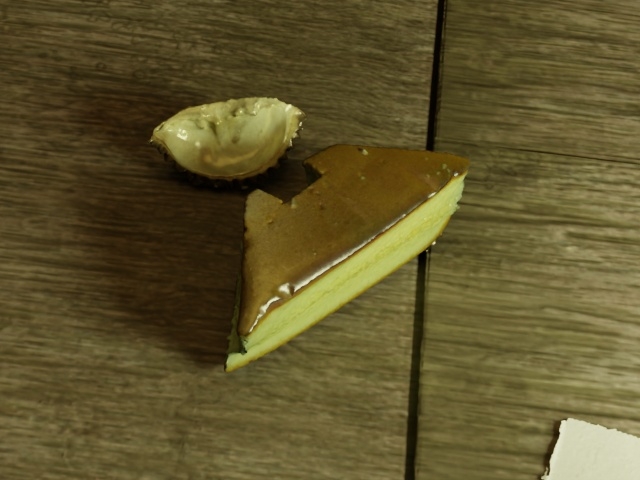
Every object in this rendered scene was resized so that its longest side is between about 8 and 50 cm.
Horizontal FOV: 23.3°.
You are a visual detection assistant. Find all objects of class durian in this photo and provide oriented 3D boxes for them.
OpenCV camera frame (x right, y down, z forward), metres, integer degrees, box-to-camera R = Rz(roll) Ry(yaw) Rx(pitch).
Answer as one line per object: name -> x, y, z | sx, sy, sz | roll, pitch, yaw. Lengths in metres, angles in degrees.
durian -> -0.072, -0.076, 1.249 | 0.130, 0.066, 0.052 | -10, 46, -3

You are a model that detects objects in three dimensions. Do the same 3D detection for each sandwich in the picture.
sandwich -> 0.000, 0.000, 1.164 | 0.244, 0.090, 0.088 | -34, 62, -30

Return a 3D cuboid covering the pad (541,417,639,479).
pad -> 0.258, 0.207, 1.046 | 0.232, 0.004, 0.156 | 16, 46, 9
